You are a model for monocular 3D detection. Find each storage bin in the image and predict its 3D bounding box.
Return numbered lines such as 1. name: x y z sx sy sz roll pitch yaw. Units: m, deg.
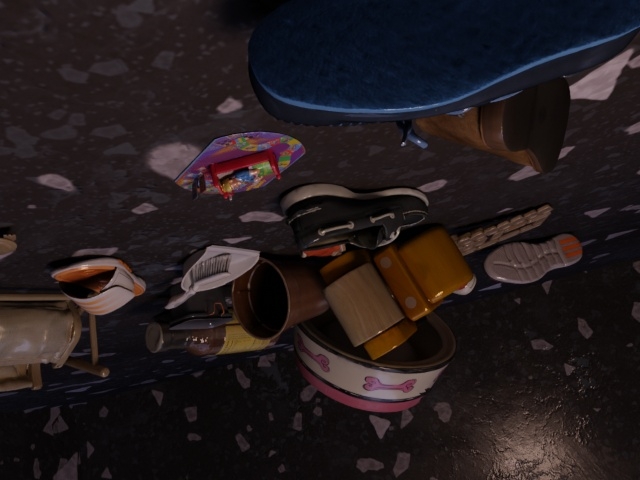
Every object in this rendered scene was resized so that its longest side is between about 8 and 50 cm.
1. storage bin: -0.256 0.135 1.218 0.098 0.091 0.135 -23 162 31

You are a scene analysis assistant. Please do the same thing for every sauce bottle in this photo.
1. sauce bottle: -0.249 0.216 1.355 0.111 0.111 0.344 -26 159 37

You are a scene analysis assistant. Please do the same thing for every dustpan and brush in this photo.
1. dustpan and brush: -0.230 0.077 1.093 0.211 0.060 0.147 -23 162 30

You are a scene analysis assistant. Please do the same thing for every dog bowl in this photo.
1. dog bowl: 0.115 0.256 1.399 0.408 0.150 0.408 12 -159 -5

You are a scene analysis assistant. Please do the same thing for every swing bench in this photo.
1. swing bench: -0.572 0.191 1.034 0.255 0.165 0.253 -17 166 31

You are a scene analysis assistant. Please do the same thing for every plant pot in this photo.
1. plant pot: -0.069 0.110 1.184 0.167 0.166 0.165 -26 167 38

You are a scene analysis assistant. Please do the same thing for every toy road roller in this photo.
1. toy road roller: 0.172 0.084 1.185 0.241 0.202 0.329 -35 170 21

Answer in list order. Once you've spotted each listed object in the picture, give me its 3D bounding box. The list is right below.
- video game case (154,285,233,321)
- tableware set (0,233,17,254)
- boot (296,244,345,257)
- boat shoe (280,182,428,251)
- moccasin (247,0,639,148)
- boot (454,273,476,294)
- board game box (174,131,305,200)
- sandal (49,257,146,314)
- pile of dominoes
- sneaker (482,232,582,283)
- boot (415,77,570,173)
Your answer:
1. video game case: -0.242 0.171 1.460 0.275 0.035 0.248 -25 161 36
2. tableware set: -0.470 -0.002 0.698 0.169 0.020 0.141 -9 162 -11
3. boot: 0.000 0.000 1.033 0.085 0.059 0.158 -6 164 -9
4. boat shoe: 0.070 -0.027 0.922 0.303 0.091 0.114 -4 158 -36
5. moccasin: 0.111 -0.144 0.477 0.342 0.137 0.117 -10 168 -9
6. boot: 0.249 0.063 1.446 0.176 0.088 0.244 33 162 -29
7. board game box: -0.096 -0.080 0.713 0.133 0.033 0.169 0 160 -40
8. sandal: -0.369 0.092 1.003 0.102 0.076 0.265 -14 164 2
9. pile of dominoes: 0.419 -0.032 1.348 0.251 0.040 0.196 -22 164 0
10. sneaker: 0.590 0.077 1.666 0.321 0.124 0.180 -8 163 -18
11. boot: 0.222 -0.147 0.689 0.115 0.112 0.305 13 -172 36
